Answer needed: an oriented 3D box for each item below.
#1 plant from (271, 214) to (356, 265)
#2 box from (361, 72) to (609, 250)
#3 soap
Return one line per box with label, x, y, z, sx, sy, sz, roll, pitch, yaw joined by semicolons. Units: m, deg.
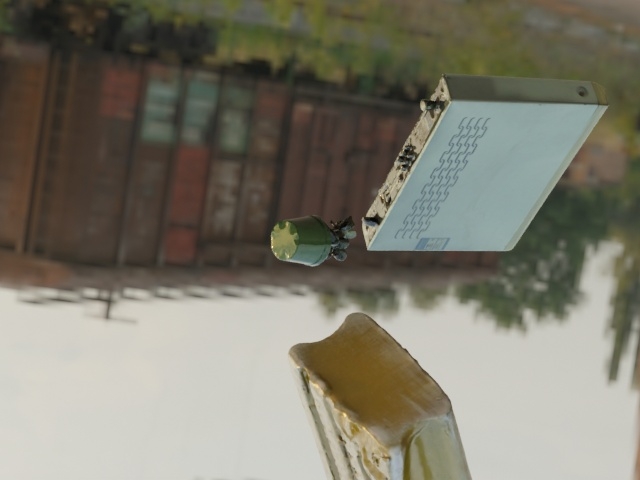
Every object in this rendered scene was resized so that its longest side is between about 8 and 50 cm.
plant;0.000;0.000;1.817;0.102;0.051;0.051;-2;-170;-44
box;0.169;-0.080;1.980;0.211;0.045;0.270;0;145;-20
soap;0.068;0.212;1.537;0.089;0.274;0.173;-28;-142;-13
